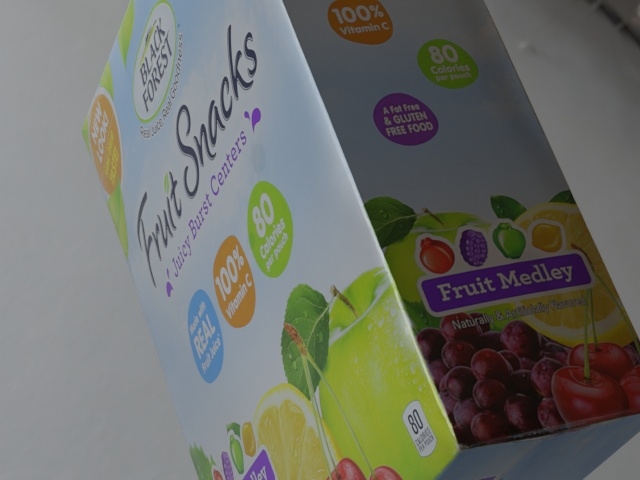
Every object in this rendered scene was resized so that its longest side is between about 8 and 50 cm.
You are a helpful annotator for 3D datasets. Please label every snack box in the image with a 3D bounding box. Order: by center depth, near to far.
[{"bbox_3d":[0.000,0.000,0.510,0.070,0.174,0.207,-8,-118,-25],"label":"snack box"}]
